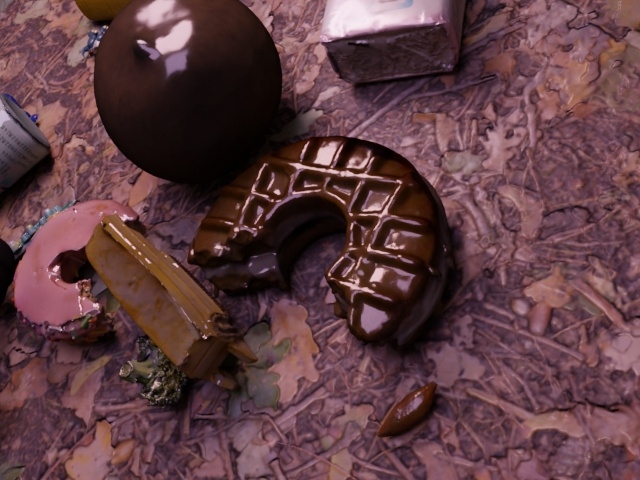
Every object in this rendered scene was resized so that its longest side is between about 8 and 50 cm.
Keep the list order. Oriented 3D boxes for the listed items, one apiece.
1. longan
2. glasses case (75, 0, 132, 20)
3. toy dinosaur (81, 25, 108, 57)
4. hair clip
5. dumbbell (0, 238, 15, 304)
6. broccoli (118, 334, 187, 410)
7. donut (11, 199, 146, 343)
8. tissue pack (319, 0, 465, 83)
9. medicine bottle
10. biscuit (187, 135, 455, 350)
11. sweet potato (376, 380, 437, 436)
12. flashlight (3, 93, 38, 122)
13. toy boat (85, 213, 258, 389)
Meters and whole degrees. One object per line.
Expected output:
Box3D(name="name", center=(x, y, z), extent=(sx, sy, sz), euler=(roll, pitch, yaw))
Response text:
Box3D(name="longan", center=(-0.192, -0.227, 1.364), extent=(0.297, 0.297, 0.297), euler=(-13, 56, 20))
Box3D(name="glasses case", center=(-0.345, -0.452, 1.709), extent=(0.234, 0.079, 0.064), euler=(-4, 52, 25))
Box3D(name="toy dinosaur", center=(-0.405, -0.364, 1.715), extent=(0.083, 0.030, 0.047), euler=(-13, 53, 20))
Box3D(name="hair clip", center=(-0.459, -0.013, 1.522), extent=(0.172, 0.049, 0.049), euler=(-35, 51, 5))
Box3D(name="dumbbell", center=(-0.552, 0.135, 1.352), extent=(0.185, 0.185, 0.389), euler=(-14, 58, 19))
Box3D(name="broccoli", center=(-0.224, 0.173, 1.251), extent=(0.095, 0.092, 0.097), euler=(0, 75, 50))
Box3D(name="donut", center=(-0.364, 0.049, 1.401), extent=(0.199, 0.085, 0.233), euler=(2, 62, 28))
Box3D(name="tissue pack", center=(0.119, -0.379, 1.396), extent=(0.201, 0.124, 0.271), euler=(-5, 58, 26))
Box3D(name="medicine bottle", center=(-0.567, -0.151, 1.600), extent=(0.168, 0.135, 0.135), euler=(-40, 51, -2))
Box3D(name="biscuit", center=(0.015, -0.013, 1.227), extent=(0.366, 0.115, 0.268), euler=(17, 71, 33))
Box3D(name="sweet potato", center=(0.104, 0.203, 1.098), extent=(0.095, 0.034, 0.034), euler=(-45, 51, 8))
Box3D(name="flashlight", center=(-0.562, -0.237, 1.713), extent=(0.057, 0.035, 0.121), euler=(-43, 51, -2))
Box3D(name="toy boat", center=(-0.204, 0.080, 1.263), extent=(0.310, 0.115, 0.089), euler=(41, 110, 27))
